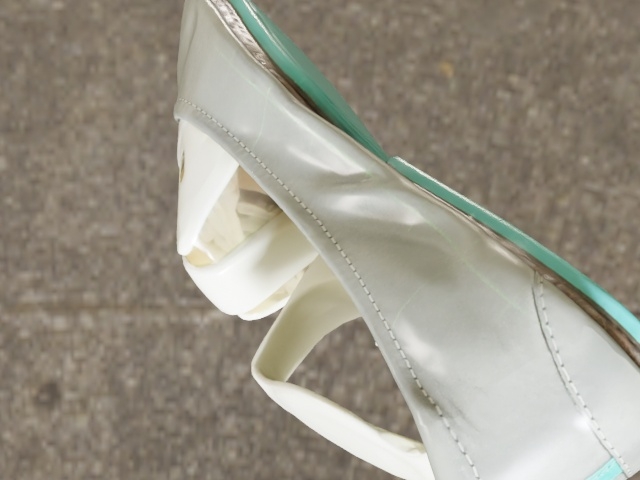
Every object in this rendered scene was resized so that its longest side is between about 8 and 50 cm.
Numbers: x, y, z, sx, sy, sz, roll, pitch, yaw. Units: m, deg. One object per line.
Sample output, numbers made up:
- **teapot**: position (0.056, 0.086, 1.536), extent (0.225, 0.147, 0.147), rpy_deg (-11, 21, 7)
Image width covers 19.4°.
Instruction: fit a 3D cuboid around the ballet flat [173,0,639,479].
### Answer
- **ballet flat**: position (0.000, 0.000, 0.452), extent (0.068, 0.072, 0.213), rpy_deg (-44, 40, -1)
